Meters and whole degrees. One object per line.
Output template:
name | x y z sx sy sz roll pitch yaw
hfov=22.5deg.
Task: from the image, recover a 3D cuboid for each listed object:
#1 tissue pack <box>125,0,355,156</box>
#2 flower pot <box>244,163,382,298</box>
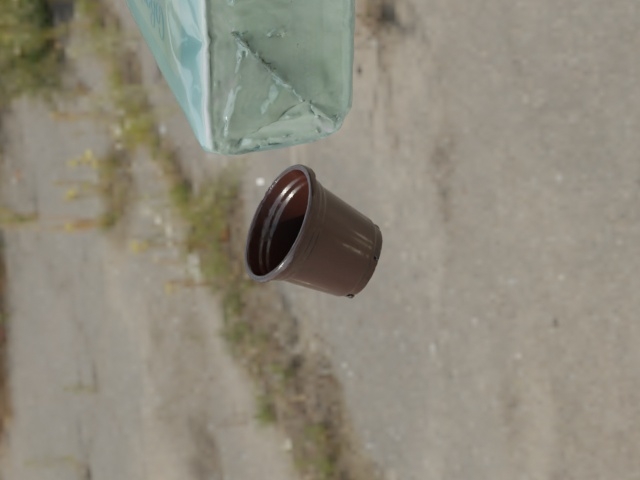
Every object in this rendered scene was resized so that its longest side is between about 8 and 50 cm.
tissue pack | -0.054 -0.181 0.781 0.263 0.089 0.177 -122 28 -52
flower pot | 0.000 0.000 1.384 0.111 0.089 0.111 -45 32 40
